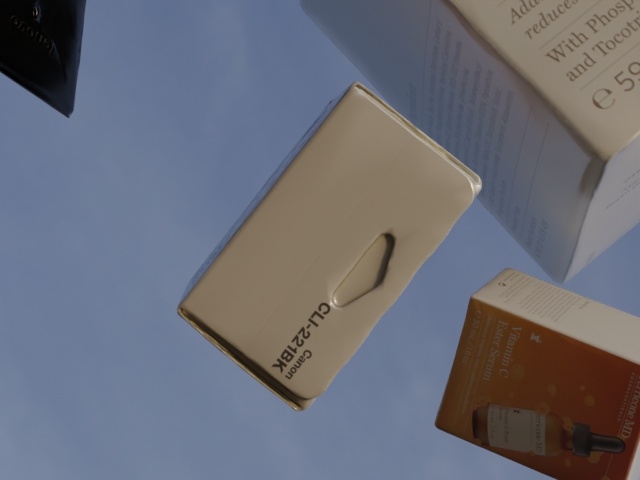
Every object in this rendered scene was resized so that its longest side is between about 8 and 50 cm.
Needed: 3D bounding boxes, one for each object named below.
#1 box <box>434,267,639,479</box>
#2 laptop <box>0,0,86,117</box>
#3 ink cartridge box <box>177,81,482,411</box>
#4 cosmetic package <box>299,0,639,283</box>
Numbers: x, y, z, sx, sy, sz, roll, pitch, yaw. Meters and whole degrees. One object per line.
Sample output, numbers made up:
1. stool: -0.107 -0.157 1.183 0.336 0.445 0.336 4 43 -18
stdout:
1. box: 0.201 0.119 1.456 0.170 0.091 0.130 21 -67 21
2. laptop: -0.368 -0.352 1.442 0.408 0.382 0.236 34 -91 28
3. ink cartridge box: 0.000 0.000 1.259 0.114 0.273 0.197 38 -90 -4
4. cosmetic package: 0.217 -0.241 1.549 0.393 0.329 0.327 48 -11 16
